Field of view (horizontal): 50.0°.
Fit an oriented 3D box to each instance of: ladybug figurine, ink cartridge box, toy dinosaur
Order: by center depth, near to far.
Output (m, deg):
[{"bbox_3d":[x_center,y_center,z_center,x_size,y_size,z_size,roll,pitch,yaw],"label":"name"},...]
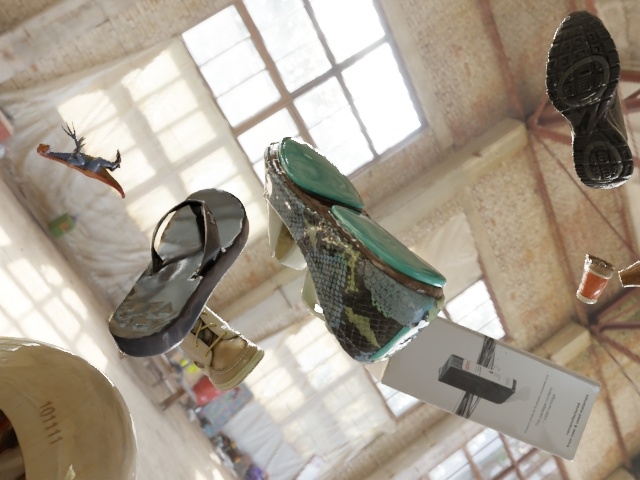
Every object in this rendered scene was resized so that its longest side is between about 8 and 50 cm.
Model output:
[{"bbox_3d":[-0.371,0.268,0.627,0.305,0.449,0.162,62,-8,23],"label":"ladybug figurine"},{"bbox_3d":[-0.252,-0.082,0.721,0.047,0.082,0.090,-160,-118,-68],"label":"toy dinosaur"},{"bbox_3d":[0.212,0.188,0.967,0.272,0.114,0.197,23,-5,-1],"label":"ink cartridge box"}]

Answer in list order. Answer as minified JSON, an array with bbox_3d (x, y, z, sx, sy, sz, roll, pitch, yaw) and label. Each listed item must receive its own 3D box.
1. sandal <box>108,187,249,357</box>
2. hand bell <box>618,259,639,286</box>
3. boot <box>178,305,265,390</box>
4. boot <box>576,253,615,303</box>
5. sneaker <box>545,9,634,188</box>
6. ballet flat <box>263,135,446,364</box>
[{"bbox_3d":[-0.134,0.011,0.692,0.254,0.097,0.055,-79,159,-55],"label":"sandal"},{"bbox_3d":[0.461,0.012,0.766,0.126,0.242,0.126,54,25,-41],"label":"hand bell"},{"bbox_3d":[-0.170,0.117,0.942,0.165,0.077,0.213,52,-20,-15],"label":"boot"},{"bbox_3d":[0.536,0.076,1.352,0.059,0.085,0.158,25,17,20],"label":"boot"},{"bbox_3d":[0.422,-0.226,1.084,0.130,0.109,0.286,-64,140,-51],"label":"sneaker"},{"bbox_3d":[0.000,0.000,0.384,0.070,0.070,0.188,63,-4,-33],"label":"ballet flat"}]
